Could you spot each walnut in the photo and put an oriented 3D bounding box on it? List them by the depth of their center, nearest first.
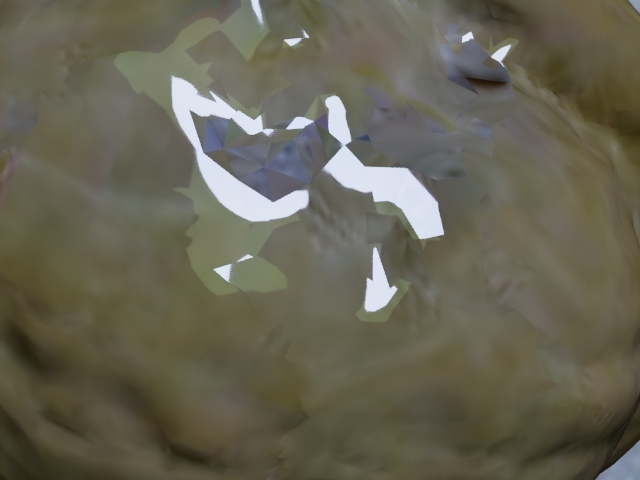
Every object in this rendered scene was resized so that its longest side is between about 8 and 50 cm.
[{"bbox_3d":[-0.012,-0.008,0.543,0.383,0.384,0.384,4,62,-9],"label":"walnut"}]
